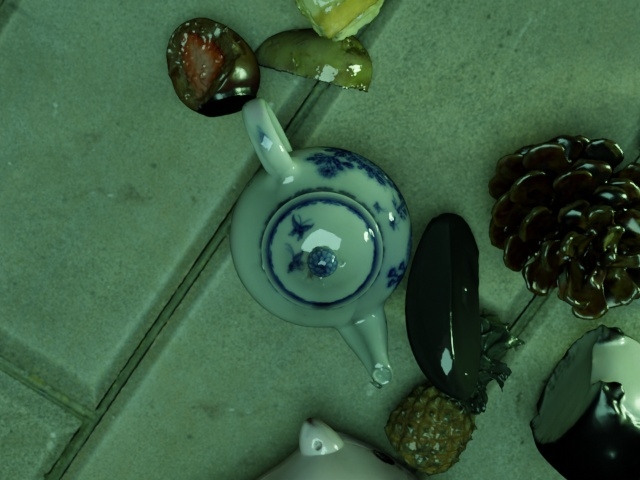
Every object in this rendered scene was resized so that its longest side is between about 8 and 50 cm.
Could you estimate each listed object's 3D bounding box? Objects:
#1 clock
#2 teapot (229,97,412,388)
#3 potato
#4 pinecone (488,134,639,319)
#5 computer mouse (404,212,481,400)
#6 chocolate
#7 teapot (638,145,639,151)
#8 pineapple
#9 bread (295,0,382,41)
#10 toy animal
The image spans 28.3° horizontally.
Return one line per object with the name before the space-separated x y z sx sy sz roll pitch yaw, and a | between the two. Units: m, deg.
clock | 0.000 0.477 1.858 0.368 0.250 0.377 29 103 -7
teapot | 0.000 0.000 1.724 0.252 0.280 0.424 -25 101 5
potato | -0.006 -0.265 1.756 0.172 0.100 0.089 16 99 0
pinecone | 0.351 -0.015 1.726 0.244 0.309 0.244 -1 125 -1
computer mouse | 0.167 0.094 1.789 0.086 0.137 0.270 -7 68 25
chocolate | -0.149 -0.242 1.747 0.124 0.127 0.133 -13 84 -6
teapot | 0.499 -0.107 1.802 0.107 0.077 0.200 16 105 9
pineapple | 0.203 0.222 1.864 0.128 0.128 0.248 34 98 -8
bread | 0.089 -0.457 1.661 0.375 0.165 0.236 -37 85 7
toy animal | 0.487 0.274 1.823 0.310 0.251 0.251 27 103 -5
